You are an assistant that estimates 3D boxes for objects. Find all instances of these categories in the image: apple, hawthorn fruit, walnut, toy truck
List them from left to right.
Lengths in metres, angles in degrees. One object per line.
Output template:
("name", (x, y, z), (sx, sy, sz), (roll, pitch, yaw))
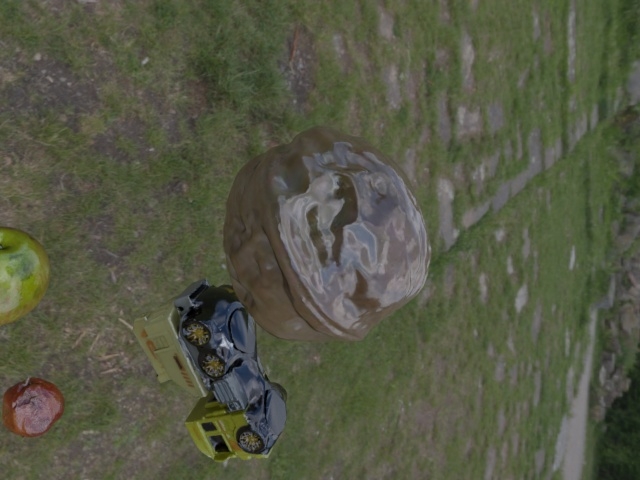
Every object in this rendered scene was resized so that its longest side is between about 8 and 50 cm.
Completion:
("apple", (-0.624, 0.064, 0.891), (0.195, 0.195, 0.196), (1, 89, -53))
("hawthorn fruit", (-0.895, 0.512, 1.450), (0.174, 0.173, 0.179), (-63, 142, -31))
("toy truck", (-0.242, 0.296, 1.055), (0.181, 0.253, 0.406), (-57, 127, -65))
("walnut", (0.003, -0.001, 0.591), (0.227, 0.273, 0.274), (98, 2, -77))
